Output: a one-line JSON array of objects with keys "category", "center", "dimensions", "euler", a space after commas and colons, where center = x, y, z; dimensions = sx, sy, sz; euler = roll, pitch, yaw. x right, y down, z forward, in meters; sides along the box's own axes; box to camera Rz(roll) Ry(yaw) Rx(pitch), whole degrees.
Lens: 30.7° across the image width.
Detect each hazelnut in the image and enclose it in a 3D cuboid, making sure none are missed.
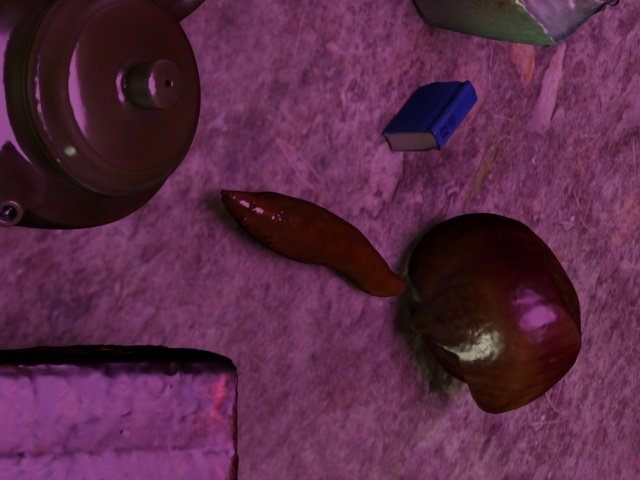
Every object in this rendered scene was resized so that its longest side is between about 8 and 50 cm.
[{"category": "hazelnut", "center": [0.177, 0.066, 1.192], "dimensions": [0.170, 0.160, 0.201], "euler": [9, 47, -60]}]

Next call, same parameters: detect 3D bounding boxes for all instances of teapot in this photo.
[{"category": "teapot", "center": [-0.153, -0.108, 0.788], "dimensions": [0.267, 0.175, 0.185], "euler": [-58, 132, -30]}]

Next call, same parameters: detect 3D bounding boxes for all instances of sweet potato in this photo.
[{"category": "sweet potato", "center": [0.001, -0.001, 1.051], "dimensions": [0.264, 0.057, 0.057], "euler": [24, 74, -48]}]

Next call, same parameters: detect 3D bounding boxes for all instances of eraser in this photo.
[{"category": "eraser", "center": [0.111, -0.124, 1.161], "dimensions": [0.084, 0.063, 0.027], "euler": [-51, 126, -34]}]

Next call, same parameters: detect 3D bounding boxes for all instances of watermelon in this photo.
[{"category": "watermelon", "center": [0.173, -0.354, 1.185], "dimensions": [0.302, 0.151, 0.264], "euler": [41, 63, -21]}]

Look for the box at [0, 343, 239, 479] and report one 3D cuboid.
[{"category": "box", "center": [-0.190, 0.276, 0.753], "dimensions": [0.264, 0.116, 0.415], "euler": [3, 85, -35]}]
